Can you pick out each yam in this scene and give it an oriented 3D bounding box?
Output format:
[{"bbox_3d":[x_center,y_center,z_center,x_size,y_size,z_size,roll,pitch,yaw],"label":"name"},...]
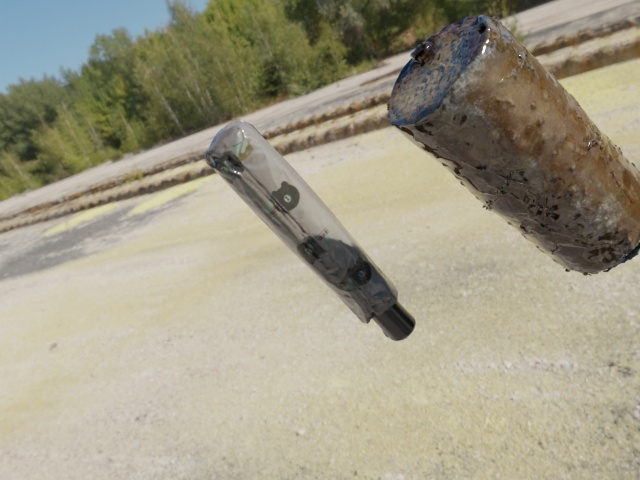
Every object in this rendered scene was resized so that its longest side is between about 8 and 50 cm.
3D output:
[{"bbox_3d":[0.190,-0.079,0.497,0.131,0.280,0.131,-38,35,33],"label":"yam"}]

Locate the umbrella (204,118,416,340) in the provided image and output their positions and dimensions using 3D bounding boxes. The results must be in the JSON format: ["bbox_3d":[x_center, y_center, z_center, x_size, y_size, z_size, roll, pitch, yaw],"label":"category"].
[{"bbox_3d":[0.000,0.000,0.642,0.067,0.337,0.073,-36,21,21],"label":"umbrella"}]
